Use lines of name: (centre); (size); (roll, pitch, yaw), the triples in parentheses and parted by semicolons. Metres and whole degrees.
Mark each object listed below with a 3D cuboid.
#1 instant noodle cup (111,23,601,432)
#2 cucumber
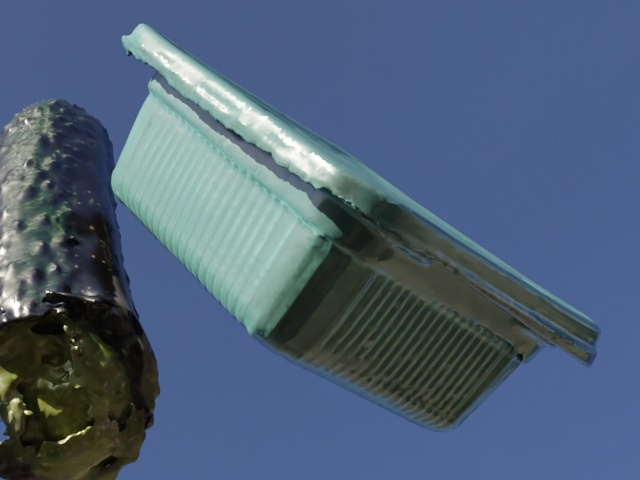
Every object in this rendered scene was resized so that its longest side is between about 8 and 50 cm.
instant noodle cup: (0.000, 0.000, 0.438); (0.157, 0.179, 0.070); (31, -83, -44)
cucumber: (-0.110, -0.003, 0.467); (0.067, 0.245, 0.067); (-7, -58, -12)
